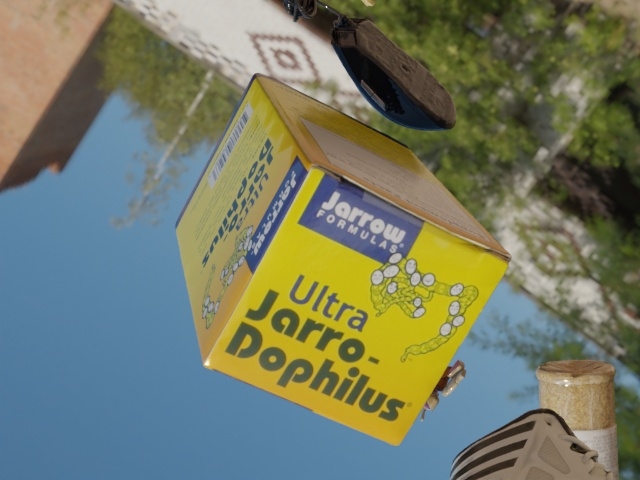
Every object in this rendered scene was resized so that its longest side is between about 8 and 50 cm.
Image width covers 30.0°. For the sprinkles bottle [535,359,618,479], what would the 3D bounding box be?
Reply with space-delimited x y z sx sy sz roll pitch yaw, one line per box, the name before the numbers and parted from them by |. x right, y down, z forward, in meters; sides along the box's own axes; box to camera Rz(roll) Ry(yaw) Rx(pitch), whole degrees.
sprinkles bottle | 0.392 0.364 1.804 0.121 0.355 0.121 -3 -177 0

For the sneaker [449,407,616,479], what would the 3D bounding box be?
sneaker | 0.378 0.324 1.518 0.448 0.169 0.257 2 -133 4

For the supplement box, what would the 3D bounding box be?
supplement box | 0.000 0.000 1.122 0.194 0.195 0.356 25 -167 -18

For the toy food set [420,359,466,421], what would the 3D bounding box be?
toy food set | 0.191 0.230 1.901 0.019 0.122 0.078 34 -151 -6

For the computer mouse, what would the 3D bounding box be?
computer mouse | 0.055 -0.232 1.435 0.262 0.060 0.184 37 -148 -18
